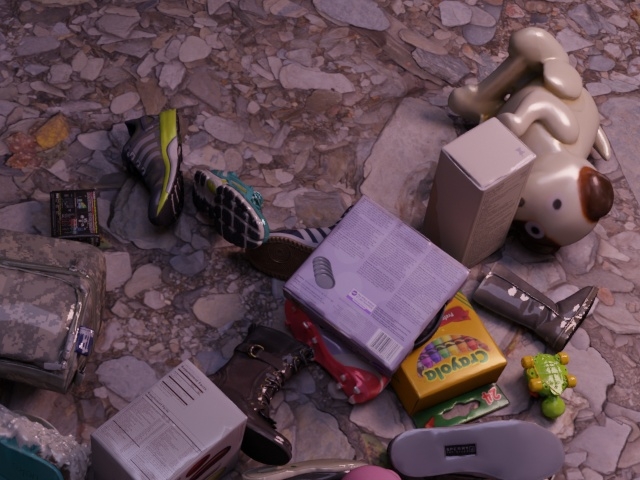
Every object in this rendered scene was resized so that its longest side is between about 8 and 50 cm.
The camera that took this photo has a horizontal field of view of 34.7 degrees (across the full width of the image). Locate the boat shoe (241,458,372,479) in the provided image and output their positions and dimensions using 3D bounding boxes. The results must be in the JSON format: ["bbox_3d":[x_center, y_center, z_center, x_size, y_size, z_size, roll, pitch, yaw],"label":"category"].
[{"bbox_3d":[-0.021,0.418,1.751,0.233,0.084,0.079,-5,90,-22],"label":"boat shoe"}]

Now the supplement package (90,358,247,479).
[{"bbox_3d":[-0.249,0.344,1.675,0.149,0.194,0.203,41,57,19],"label":"supplement package"}]

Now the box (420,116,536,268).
[{"bbox_3d":[0.303,-0.080,2.016,0.148,0.311,0.121,-30,64,-22],"label":"box"}]

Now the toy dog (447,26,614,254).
[{"bbox_3d":[0.468,-0.168,2.182,0.395,0.284,0.408,31,42,-33],"label":"toy dog"}]

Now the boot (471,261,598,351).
[{"bbox_3d":[0.434,0.110,2.066,0.208,0.076,0.189,31,52,21],"label":"boot"}]

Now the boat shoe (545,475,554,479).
[{"bbox_3d":[0.387,0.439,1.822,0.035,0.035,0.100,40,56,19],"label":"boat shoe"}]

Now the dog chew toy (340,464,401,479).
[{"bbox_3d":[0.030,0.488,1.627,0.206,0.207,0.332,34,46,15],"label":"dog chew toy"}]

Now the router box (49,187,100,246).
[{"bbox_3d":[-0.484,-0.044,2.022,0.092,0.038,0.122,-3,55,-12],"label":"router box"}]

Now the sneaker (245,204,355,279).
[{"bbox_3d":[0.000,0.000,2.046,0.282,0.099,0.153,3,33,11],"label":"sneaker"}]

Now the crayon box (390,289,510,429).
[{"bbox_3d":[0.210,0.195,1.945,0.202,0.081,0.318,-18,59,-23],"label":"crayon box"}]

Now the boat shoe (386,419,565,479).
[{"bbox_3d":[0.269,0.374,1.805,0.306,0.105,0.113,-5,82,-3],"label":"boat shoe"}]

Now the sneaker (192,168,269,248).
[{"bbox_3d":[-0.161,-0.076,2.032,0.110,0.107,0.275,-6,31,-28],"label":"sneaker"}]

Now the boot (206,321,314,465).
[{"bbox_3d":[-0.091,0.257,1.820,0.263,0.091,0.229,30,51,30],"label":"boot"}]

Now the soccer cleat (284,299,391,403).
[{"bbox_3d":[0.028,0.196,1.915,0.095,0.083,0.248,-26,64,-36],"label":"soccer cleat"}]

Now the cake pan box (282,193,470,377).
[{"bbox_3d":[0.106,0.083,1.881,0.267,0.070,0.246,36,73,12],"label":"cake pan box"}]

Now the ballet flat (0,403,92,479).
[{"bbox_3d":[-0.562,0.313,1.704,0.409,0.147,0.147,27,53,6],"label":"ballet flat"}]

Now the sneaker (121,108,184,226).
[{"bbox_3d":[-0.344,-0.145,2.097,0.121,0.111,0.300,-5,48,-2],"label":"sneaker"}]

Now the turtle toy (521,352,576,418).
[{"bbox_3d":[0.429,0.271,1.936,0.095,0.066,0.130,-3,55,-11],"label":"turtle toy"}]

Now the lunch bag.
[{"bbox_3d":[-0.524,0.131,1.743,0.305,0.213,0.256,11,36,-4],"label":"lunch bag"}]
